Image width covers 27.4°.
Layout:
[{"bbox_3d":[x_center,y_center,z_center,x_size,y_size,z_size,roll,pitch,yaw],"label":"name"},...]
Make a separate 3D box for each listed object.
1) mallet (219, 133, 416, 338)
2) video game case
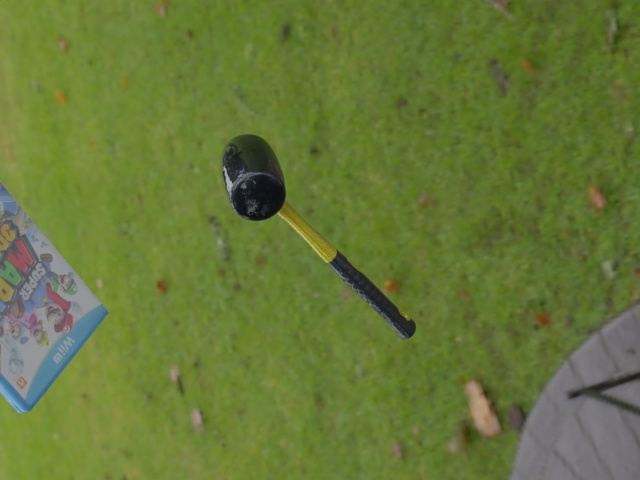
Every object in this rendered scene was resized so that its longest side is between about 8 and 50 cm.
[{"bbox_3d":[0.000,0.000,0.876,0.039,0.189,0.062,-39,37,11],"label":"mallet"},{"bbox_3d":[-0.248,0.034,1.013,0.015,0.119,0.166,-17,118,40],"label":"video game case"}]
